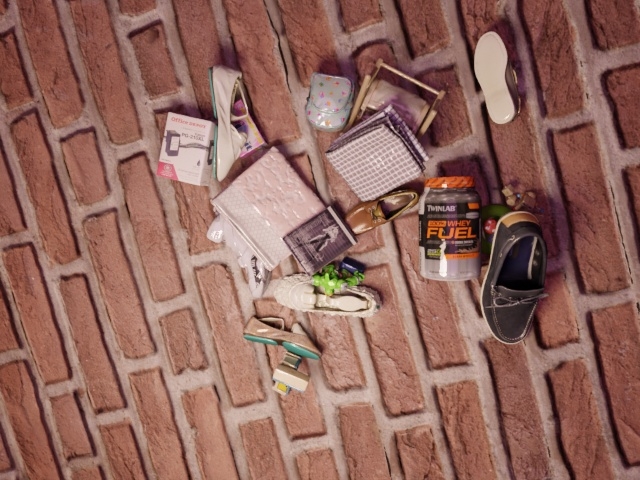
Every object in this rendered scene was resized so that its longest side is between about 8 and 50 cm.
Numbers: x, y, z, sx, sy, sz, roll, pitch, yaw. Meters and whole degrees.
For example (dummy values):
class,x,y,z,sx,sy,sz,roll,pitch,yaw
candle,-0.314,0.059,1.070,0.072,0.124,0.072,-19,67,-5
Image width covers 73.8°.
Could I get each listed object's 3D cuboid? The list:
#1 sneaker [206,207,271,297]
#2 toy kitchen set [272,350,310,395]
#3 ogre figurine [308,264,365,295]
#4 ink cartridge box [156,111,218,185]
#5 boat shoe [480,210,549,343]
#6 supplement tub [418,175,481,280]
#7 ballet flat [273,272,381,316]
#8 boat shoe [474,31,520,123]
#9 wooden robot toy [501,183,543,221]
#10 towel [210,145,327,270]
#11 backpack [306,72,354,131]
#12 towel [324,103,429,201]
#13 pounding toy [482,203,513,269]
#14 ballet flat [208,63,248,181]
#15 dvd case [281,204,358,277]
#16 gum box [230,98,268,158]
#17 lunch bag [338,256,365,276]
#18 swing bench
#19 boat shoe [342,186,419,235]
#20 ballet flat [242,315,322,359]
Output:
class,x,y,z,sx,sy,sz,roll,pitch,yaw
sneaker,-0.296,0.030,1.576,0.210,0.137,0.366,-2,90,7
toy kitchen set,-0.112,0.525,1.557,0.122,0.207,0.166,22,97,5
ogre figurine,0.042,0.132,1.492,0.197,0.118,0.097,27,117,15
ink cartridge box,-0.488,-0.336,1.580,0.171,0.100,0.237,13,96,5
boat shoe,0.647,0.152,1.419,0.186,0.156,0.501,-2,115,6
supplement tub,0.438,-0.042,1.446,0.207,0.207,0.338,-2,94,7
ballet flat,0.021,0.203,1.554,0.408,0.147,0.147,5,95,7
boat shoe,0.602,-0.545,1.443,0.109,0.091,0.305,-12,92,44
wooden robot toy,0.714,-0.143,1.490,0.173,0.076,0.079,36,63,3
towel,-0.165,-0.113,1.502,0.317,0.053,0.332,-44,102,-19
backpack,0.031,-0.480,1.490,0.165,0.144,0.189,10,99,0
towel,0.183,-0.272,1.408,0.283,0.121,0.235,-22,117,43
pounding toy,0.617,-0.008,1.477,0.182,0.110,0.237,-7,94,7
ballet flat,-0.315,-0.409,1.486,0.139,0.139,0.401,-1,94,7
dvd case,0.000,0.000,1.499,0.221,0.018,0.165,-35,87,-14
gum box,-0.289,-0.412,1.570,0.107,0.062,0.188,-29,91,8
lunch bag,0.114,0.114,1.565,0.098,0.067,0.065,25,113,8
swing bench,0.239,-0.423,1.443,0.253,0.165,0.255,29,138,2
boat shoe,0.204,-0.108,1.518,0.307,0.104,0.111,-30,93,9
ballet flat,-0.135,0.353,1.602,0.315,0.108,0.106,16,61,5
